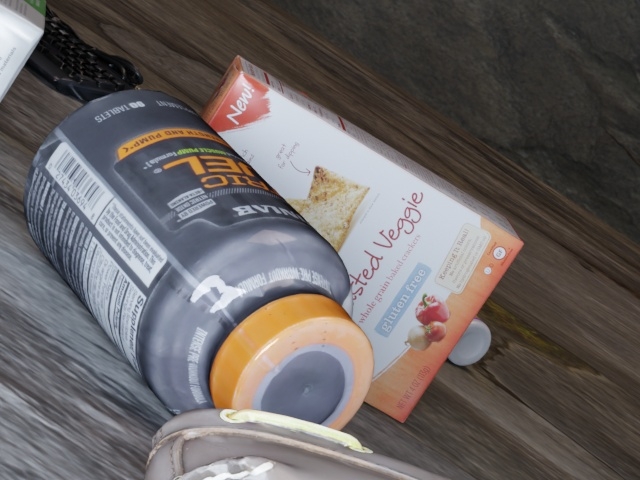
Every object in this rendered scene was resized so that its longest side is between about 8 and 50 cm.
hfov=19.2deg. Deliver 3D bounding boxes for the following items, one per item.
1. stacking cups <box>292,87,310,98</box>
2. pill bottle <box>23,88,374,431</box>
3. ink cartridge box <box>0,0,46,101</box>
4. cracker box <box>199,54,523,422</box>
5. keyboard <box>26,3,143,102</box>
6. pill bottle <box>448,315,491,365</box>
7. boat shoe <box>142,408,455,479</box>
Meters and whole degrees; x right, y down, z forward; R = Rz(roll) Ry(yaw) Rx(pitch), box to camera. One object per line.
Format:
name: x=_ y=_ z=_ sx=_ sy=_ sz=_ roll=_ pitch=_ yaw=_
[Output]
stacking cups: x=-0.018 y=-0.104 z=1.885 sx=0.096 sy=0.096 sz=0.316 roll=30 pitch=11 yaw=-15
pill bottle: x=-0.066 y=0.021 z=1.080 sx=0.130 sy=0.130 sz=0.245 roll=23 pitch=14 yaw=-42
ink cartridge box: x=-0.314 y=-0.182 z=1.378 sx=0.212 sy=0.093 sz=0.154 roll=32 pitch=9 yaw=-15
cracker box: x=0.000 y=0.000 z=1.302 sx=0.232 sy=0.156 sz=0.067 roll=30 pitch=11 yaw=-12
keyboard: x=-0.279 y=-0.211 z=1.789 sx=0.317 sy=0.033 sz=0.201 roll=39 pitch=12 yaw=27
pill bottle: x=0.109 y=0.070 z=1.616 sx=0.043 sy=0.043 sz=0.083 roll=26 pitch=12 yaw=-34
boat shoe: x=0.067 y=0.165 z=0.836 sx=0.324 sy=0.117 sz=0.097 roll=23 pitch=28 yaw=-21
